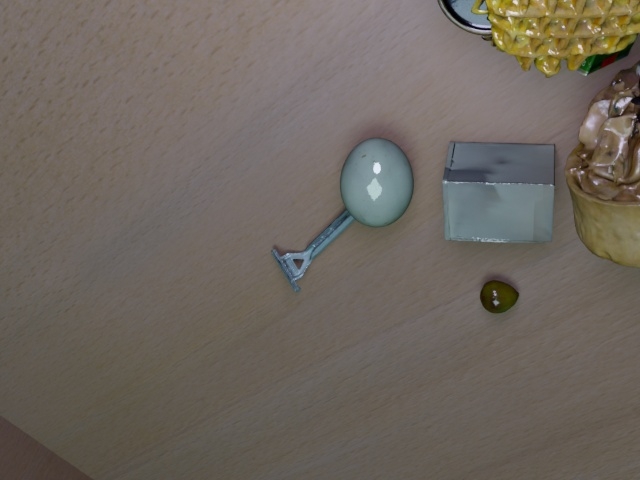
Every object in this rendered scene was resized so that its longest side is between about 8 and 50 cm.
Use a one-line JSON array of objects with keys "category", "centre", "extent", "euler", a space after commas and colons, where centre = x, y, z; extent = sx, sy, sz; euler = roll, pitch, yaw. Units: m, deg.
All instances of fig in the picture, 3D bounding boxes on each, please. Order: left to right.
[{"category": "fig", "centre": [0.398, 0.125, 1.919], "extent": [0.087, 0.074, 0.074], "euler": [1, 133, -13]}]

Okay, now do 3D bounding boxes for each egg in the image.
[{"category": "egg", "centre": [0.114, -0.116, 1.744], "extent": [0.149, 0.149, 0.192], "euler": [9, 128, 9]}]

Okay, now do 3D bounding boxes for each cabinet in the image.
[{"category": "cabinet", "centre": [0.352, -0.093, 1.698], "extent": [0.206, 0.145, 0.150], "euler": [2, 129, 14]}]

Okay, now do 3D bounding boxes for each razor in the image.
[{"category": "razor", "centre": [0.007, -0.002, 1.941], "extent": [0.278, 0.056, 0.111], "euler": [-41, 73, 31]}]

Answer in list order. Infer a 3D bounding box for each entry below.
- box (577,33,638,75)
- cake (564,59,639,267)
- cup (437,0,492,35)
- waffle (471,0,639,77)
[{"category": "box", "centre": [0.501, -0.389, 1.414], "extent": [0.034, 0.132, 0.235], "euler": [43, 143, 27]}, {"category": "cake", "centre": [0.570, -0.161, 1.465], "extent": [0.332, 0.332, 0.321], "euler": [-7, 122, 21]}, {"category": "cup", "centre": [0.301, -0.422, 1.417], "extent": [0.166, 0.177, 0.239], "euler": [-30, 116, 33]}, {"category": "waffle", "centre": [0.373, -0.362, 1.277], "extent": [0.329, 0.062, 0.329], "euler": [-4, 151, -2]}]
